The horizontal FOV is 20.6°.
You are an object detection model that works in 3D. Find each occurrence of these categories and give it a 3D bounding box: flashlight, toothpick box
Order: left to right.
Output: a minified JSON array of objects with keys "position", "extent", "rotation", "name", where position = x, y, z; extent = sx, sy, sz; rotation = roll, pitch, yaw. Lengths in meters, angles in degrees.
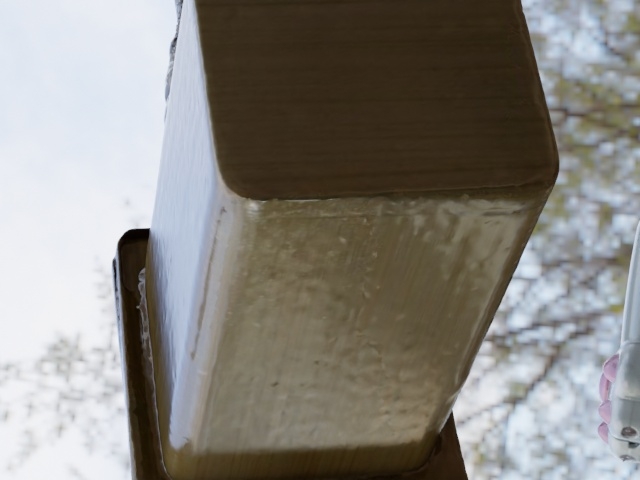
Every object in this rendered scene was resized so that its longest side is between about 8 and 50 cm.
[{"position":[0.000,0.000,0.884],"extent":[0.308,0.187,0.190],"rotation":[105,161,-56],"name":"toothpick box"},{"position":[0.223,0.058,1.209],"extent":[0.093,0.047,0.200],"rotation":[80,-158,-50],"name":"flashlight"}]

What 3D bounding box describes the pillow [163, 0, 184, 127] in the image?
[{"position":[-0.053,-0.123,1.489],"extent":[0.326,0.101,0.228],"rotation":[-89,-25,-47],"name":"pillow"}]
